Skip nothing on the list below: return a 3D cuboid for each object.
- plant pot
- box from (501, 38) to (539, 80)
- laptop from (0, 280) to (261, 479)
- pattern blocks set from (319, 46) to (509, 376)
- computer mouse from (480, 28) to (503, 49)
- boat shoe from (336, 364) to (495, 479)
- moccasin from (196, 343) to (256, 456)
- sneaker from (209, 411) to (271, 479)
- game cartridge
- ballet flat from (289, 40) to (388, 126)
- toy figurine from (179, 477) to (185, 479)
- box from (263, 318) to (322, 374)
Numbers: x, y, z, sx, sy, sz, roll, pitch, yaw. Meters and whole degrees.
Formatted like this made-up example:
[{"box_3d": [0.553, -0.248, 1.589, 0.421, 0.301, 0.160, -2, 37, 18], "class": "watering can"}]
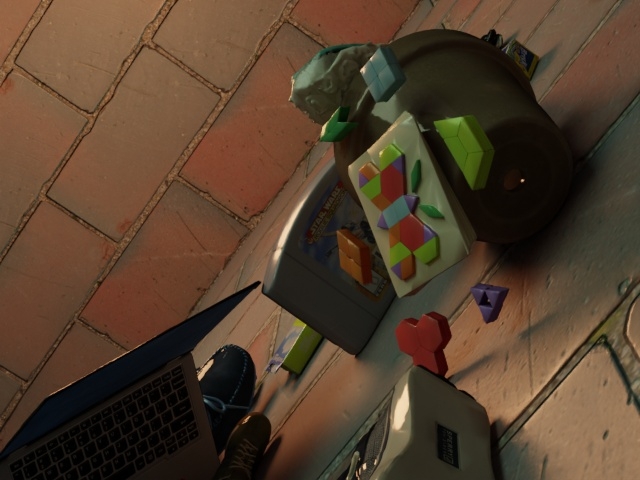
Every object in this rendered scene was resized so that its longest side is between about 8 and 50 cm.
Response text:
[{"box_3d": [0.173, -0.103, 1.256, 0.263, 0.263, 0.229, -55, 26, 5], "class": "plant pot"}, {"box_3d": [0.278, -0.250, 1.729, 0.169, 0.054, 0.059, -44, 16, 54], "class": "box"}, {"box_3d": [-0.253, 0.302, 1.563, 0.236, 0.407, 0.382, 6, 25, 43], "class": "laptop"}, {"box_3d": [0.096, -0.034, 1.181, 0.026, 0.324, 0.285, -11, -32, -36], "class": "pattern blocks set"}, {"box_3d": [0.235, -0.260, 1.967, 0.272, 0.072, 0.188, -47, 2, -30], "class": "computer mouse"}, {"box_3d": [0.069, 0.249, 0.911, 0.158, 0.127, 0.340, -59, 0, 21], "class": "boat shoe"}, {"box_3d": [-0.217, 0.320, 1.843, 0.342, 0.138, 0.117, -63, -31, -27], "class": "moccasin"}, {"box_3d": [-0.126, 0.358, 1.649, 0.192, 0.064, 0.086, -58, 17, -12], "class": "sneaker"}, {"box_3d": [0.049, -0.005, 1.588, 0.297, 0.198, 0.062, -59, 20, -15], "class": "game cartridge"}, {"box_3d": [0.133, -0.172, 1.439, 0.409, 0.147, 0.147, 0, -44, -52], "class": "ballet flat"}, {"box_3d": [-0.329, 0.496, 1.536, 0.362, 0.217, 0.191, -61, 32, 5], "class": "toy figurine"}, {"box_3d": [-0.027, 0.163, 1.862, 0.178, 0.042, 0.109, -57, 9, -10], "class": "box"}]
